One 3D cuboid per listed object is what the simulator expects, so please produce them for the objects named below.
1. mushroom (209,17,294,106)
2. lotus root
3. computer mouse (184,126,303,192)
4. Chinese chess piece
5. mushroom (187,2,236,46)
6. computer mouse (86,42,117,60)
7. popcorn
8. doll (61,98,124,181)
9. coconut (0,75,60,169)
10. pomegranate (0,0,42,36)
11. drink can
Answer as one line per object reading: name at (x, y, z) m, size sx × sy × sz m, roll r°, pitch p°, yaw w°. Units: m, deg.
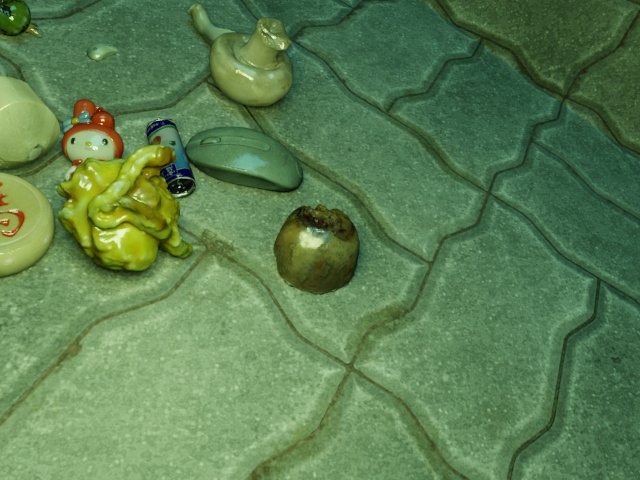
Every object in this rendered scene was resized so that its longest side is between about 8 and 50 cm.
mushroom at (-0.219, -0.611, 1.890) m, size 0.297 × 0.290 × 0.298 m, roll 14°, pitch 49°, yaw -17°
lotus root at (0.000, 0.000, 1.599) m, size 0.272 × 0.192 × 0.272 m, roll 9°, pitch 47°, yaw -10°
computer mouse at (-0.224, -0.261, 1.734) m, size 0.373 × 0.114 × 0.203 m, roll 13°, pitch 51°, yaw -13°
Chinese chess piece at (-0.769, -0.039, 1.324) m, size 0.273 × 0.102 × 0.273 m, roll 12°, pitch 50°, yaw -15°
mushroom at (-0.390, -0.760, 2.065) m, size 0.278 × 0.096 × 0.099 m, roll 45°, pitch 48°, yaw 18°
computer mouse at (-0.714, -0.628, 1.854) m, size 0.056 × 0.032 × 0.110 m, roll 39°, pitch 49°, yaw 7°
popcorn at (-0.480, -0.075, 1.390) m, size 0.289 × 0.321 × 0.326 m, roll -10°, pitch 40°, yaw -11°
doll at (-0.621, -0.259, 1.542) m, size 0.160 × 0.130 × 0.291 m, roll -2°, pitch 69°, yaw -10°
coconut at (-0.791, -0.293, 1.438) m, size 0.241 × 0.241 × 0.241 m, roll 12°, pitch 50°, yaw -15°
pomegranate at (-0.943, -0.685, 1.756) m, size 0.161 × 0.122 × 0.122 m, roll 28°, pitch 32°, yaw -57°
drink can at (-0.435, -0.240, 1.636) m, size 0.097 × 0.097 × 0.235 m, roll -7°, pitch 57°, yaw -28°
